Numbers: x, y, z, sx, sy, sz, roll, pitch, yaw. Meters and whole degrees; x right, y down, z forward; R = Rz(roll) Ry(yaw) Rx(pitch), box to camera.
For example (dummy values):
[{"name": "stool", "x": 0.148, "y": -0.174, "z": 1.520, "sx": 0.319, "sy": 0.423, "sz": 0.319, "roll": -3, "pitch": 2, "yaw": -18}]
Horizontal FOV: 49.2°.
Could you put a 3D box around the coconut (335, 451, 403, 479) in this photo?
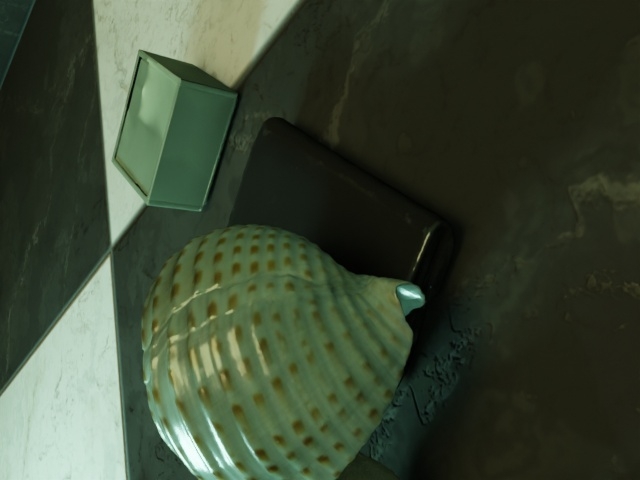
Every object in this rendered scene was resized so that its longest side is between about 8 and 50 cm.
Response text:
[{"name": "coconut", "x": 0.032, "y": 0.303, "z": 0.723, "sx": 0.161, "sy": 0.161, "sz": 0.162, "roll": -4, "pitch": 89, "yaw": 54}]

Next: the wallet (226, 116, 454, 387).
[{"name": "wallet", "x": 0.001, "y": 0.000, "z": 0.913, "sx": 0.406, "sy": 0.062, "sz": 0.228, "roll": 40, "pitch": 115, "yaw": 49}]

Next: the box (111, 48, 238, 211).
[{"name": "box", "x": -0.269, "y": -0.200, "z": 1.274, "sx": 0.225, "sy": 0.117, "sz": 0.225, "roll": 40, "pitch": 116, "yaw": 49}]

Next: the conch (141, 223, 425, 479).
[{"name": "conch", "x": -0.072, "y": 0.110, "z": 0.735, "sx": 0.319, "sy": 0.215, "sz": 0.303, "roll": -33, "pitch": 41, "yaw": 42}]
